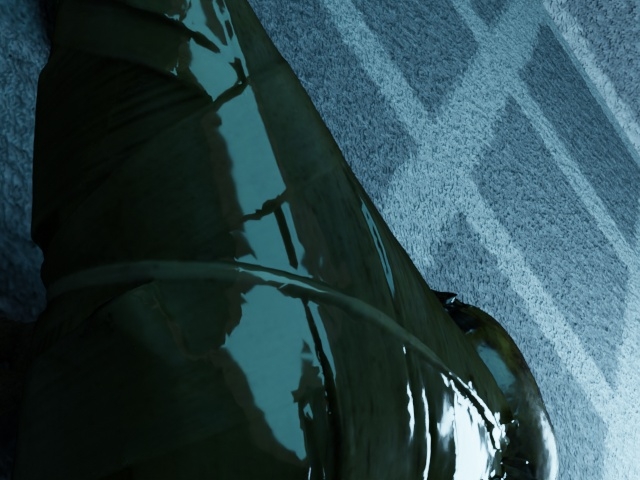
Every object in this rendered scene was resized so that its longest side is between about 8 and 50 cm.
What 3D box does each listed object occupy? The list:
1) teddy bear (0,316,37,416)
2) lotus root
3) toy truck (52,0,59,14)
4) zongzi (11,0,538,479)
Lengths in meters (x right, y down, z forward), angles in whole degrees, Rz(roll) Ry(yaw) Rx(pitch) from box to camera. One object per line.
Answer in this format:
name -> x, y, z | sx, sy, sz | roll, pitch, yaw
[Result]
teddy bear -> -0.174, 0.086, 0.730 | 0.160, 0.078, 0.119 | 21, 44, -48
lotus root -> 0.146, 0.173, 1.074 | 0.314, 0.141, 0.169 | 63, -14, -6
toy truck -> -0.198, -0.267, 0.995 | 0.125, 0.101, 0.242 | 1, 65, -44
zongzi -> 0.019, -0.001, 0.769 | 0.500, 0.218, 0.467 | 9, 84, -58
